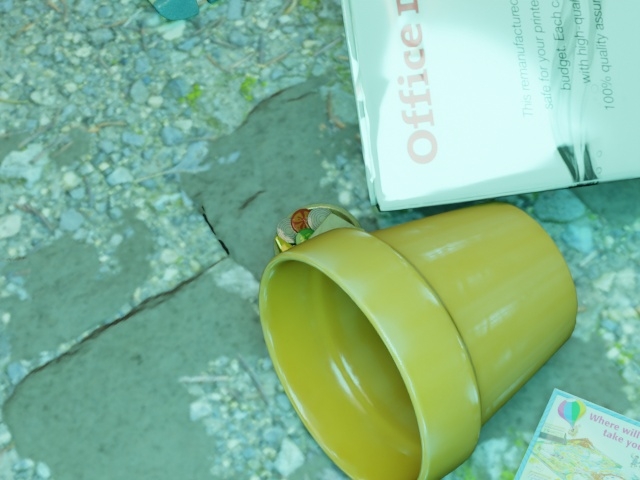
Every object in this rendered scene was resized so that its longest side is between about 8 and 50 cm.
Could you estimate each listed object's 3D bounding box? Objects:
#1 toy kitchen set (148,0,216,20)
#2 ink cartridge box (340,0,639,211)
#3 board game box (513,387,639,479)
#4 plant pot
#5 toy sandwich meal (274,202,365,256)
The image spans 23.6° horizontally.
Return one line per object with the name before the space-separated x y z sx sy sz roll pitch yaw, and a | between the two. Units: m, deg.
toy kitchen set | -0.073 -0.292 1.386 0.207 0.166 0.122 -35 63 -12
ink cartridge box | 0.215 -0.187 1.238 0.395 0.166 0.285 -8 90 2
board game box | 0.231 0.189 1.171 0.154 0.026 0.103 22 66 17
plant pot | 0.087 0.065 1.172 0.188 0.205 0.205 -27 61 -26
toy sandwich meal | 0.000 0.000 1.297 0.086 0.029 0.085 -3 61 5
